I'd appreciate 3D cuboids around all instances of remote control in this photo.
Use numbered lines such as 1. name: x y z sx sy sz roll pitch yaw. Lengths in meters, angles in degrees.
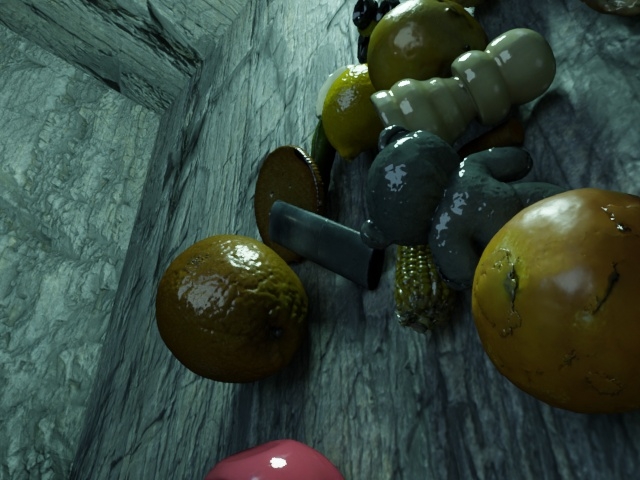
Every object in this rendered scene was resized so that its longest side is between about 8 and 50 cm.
1. remote control: 0.000 0.000 1.213 0.377 0.044 0.107 23 114 50

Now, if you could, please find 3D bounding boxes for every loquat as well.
1. loquat: 0.208 -0.361 1.090 0.244 0.244 0.244 -36 39 36

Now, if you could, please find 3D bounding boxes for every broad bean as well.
1. broad bean: -0.001 -0.185 1.373 0.061 0.077 0.339 21 105 37

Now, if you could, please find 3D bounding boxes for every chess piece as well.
1. chess piece: 0.252 -0.246 0.940 0.300 0.167 0.167 -28 39 12

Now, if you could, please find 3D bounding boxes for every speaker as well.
1. speaker: -0.078 0.483 0.885 0.294 0.294 0.294 -36 39 36

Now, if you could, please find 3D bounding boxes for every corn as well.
1. corn: 0.184 0.009 0.947 0.115 0.115 0.317 -27 44 44

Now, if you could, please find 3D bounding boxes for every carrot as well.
1. carrot: 0.293 -0.167 0.985 0.139 0.048 0.048 -26 45 48

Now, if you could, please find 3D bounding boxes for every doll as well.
1. doll: 0.224 -0.037 0.829 0.158 0.340 0.245 72 -142 -71

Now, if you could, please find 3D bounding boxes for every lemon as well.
1. lemon: 0.096 -0.297 1.250 0.187 0.187 0.244 22 86 60

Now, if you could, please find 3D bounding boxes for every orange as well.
1. orange: -0.186 0.151 1.194 0.357 0.322 0.322 16 79 48
2. orange: 0.290 0.064 0.600 0.246 0.246 0.246 -36 39 36

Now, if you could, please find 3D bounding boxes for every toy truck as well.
1. toy truck: 0.174 -0.504 1.367 0.224 0.147 0.165 39 123 57

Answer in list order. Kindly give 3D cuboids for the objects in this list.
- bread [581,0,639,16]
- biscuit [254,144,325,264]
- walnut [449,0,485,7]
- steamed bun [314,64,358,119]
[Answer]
1. bread: 0.484 -0.461 0.783 0.274 0.149 0.274 37 135 49
2. biscuit: -0.080 -0.089 1.380 0.305 0.038 0.305 8 100 53
3. walnut: 0.306 -0.619 1.188 0.198 0.198 0.245 -8 67 54
4. steamed bun: 0.067 -0.361 1.424 0.183 0.106 0.183 -39 40 42
